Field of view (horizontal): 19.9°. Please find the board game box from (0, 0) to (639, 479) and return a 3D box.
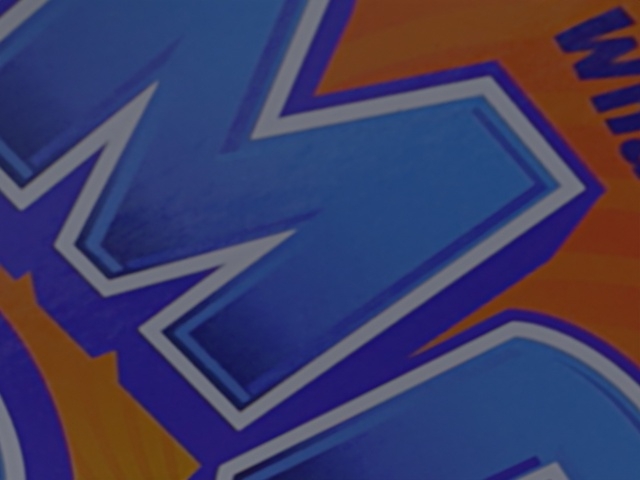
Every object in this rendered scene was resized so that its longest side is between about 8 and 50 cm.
[{"bbox_3d":[0.000,0.000,0.555,0.356,0.356,0.356,-28,-159,18],"label":"board game box"}]
